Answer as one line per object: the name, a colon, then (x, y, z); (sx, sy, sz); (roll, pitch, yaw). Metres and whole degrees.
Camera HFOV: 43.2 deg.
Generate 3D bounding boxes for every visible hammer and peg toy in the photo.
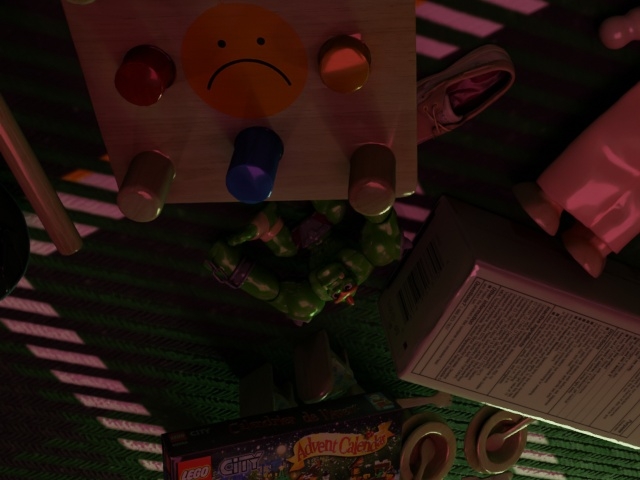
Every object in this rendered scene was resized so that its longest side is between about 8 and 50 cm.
hammer and peg toy: (-0.107, -0.130, 0.615); (0.361, 0.127, 0.266); (-2, 130, 7)

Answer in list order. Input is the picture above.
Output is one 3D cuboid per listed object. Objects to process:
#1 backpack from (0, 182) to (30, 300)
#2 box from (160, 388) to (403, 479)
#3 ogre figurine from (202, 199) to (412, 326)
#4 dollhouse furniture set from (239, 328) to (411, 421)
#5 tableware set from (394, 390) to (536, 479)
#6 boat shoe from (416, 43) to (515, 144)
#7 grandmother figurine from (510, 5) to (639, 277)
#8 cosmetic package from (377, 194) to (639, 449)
backpack: (-0.336, -0.016, 0.655); (0.144, 0.166, 0.188); (-32, 118, 17)
box: (-0.034, 0.245, 0.789); (0.233, 0.044, 0.159); (-7, 111, -22)
ogre figurine: (0.000, 0.000, 0.754); (0.197, 0.097, 0.118); (-41, 104, -4)
dollhouse furniture set: (-0.014, 0.262, 0.883); (0.242, 0.161, 0.212); (-34, 121, 15)
tableware set: (0.159, 0.228, 0.885); (0.194, 0.039, 0.128); (-2, 100, -32)
boat shoe: (0.109, -0.121, 0.710); (0.135, 0.045, 0.050); (-37, 120, 17)
grandmother figurine: (0.326, -0.128, 0.703); (0.208, 0.104, 0.342); (39, 109, -18)
cosmetic package: (0.226, 0.086, 0.813); (0.296, 0.129, 0.153); (21, 118, -18)
